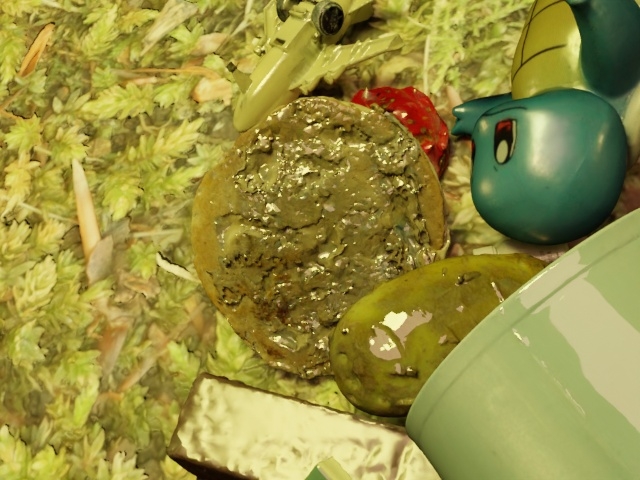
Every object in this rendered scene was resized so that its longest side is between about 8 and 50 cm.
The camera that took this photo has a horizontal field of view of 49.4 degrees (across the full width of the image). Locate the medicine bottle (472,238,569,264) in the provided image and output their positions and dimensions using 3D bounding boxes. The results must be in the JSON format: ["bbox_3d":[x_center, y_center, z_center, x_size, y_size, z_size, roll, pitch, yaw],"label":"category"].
[{"bbox_3d":[0.199,0.023,0.687,0.089,0.052,0.052,-10,64,11],"label":"medicine bottle"}]

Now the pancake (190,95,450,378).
[{"bbox_3d":[0.000,0.000,0.698,0.282,0.049,0.282,1,99,6],"label":"pancake"}]

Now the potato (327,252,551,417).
[{"bbox_3d":[0.128,0.085,0.630,0.251,0.149,0.113,-17,22,-10],"label":"potato"}]

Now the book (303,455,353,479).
[{"bbox_3d":[0.059,0.389,0.511,0.379,0.031,0.264,42,105,22],"label":"book"}]

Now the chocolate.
[{"bbox_3d":[0.011,0.202,0.629,0.321,0.112,0.112,11,68,20],"label":"chocolate"}]

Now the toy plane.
[{"bbox_3d":[-0.021,-0.235,0.846,0.256,0.104,0.242,-45,48,-14],"label":"toy plane"}]

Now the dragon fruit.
[{"bbox_3d":[0.068,-0.125,0.761,0.153,0.111,0.153,-4,66,10],"label":"dragon fruit"}]

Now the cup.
[{"bbox_3d":[0.248,0.185,0.432,0.257,0.331,0.311,-31,60,-7],"label":"cup"}]

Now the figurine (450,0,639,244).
[{"bbox_3d":[0.269,-0.189,0.682,0.416,0.298,0.243,-41,95,-17],"label":"figurine"}]
